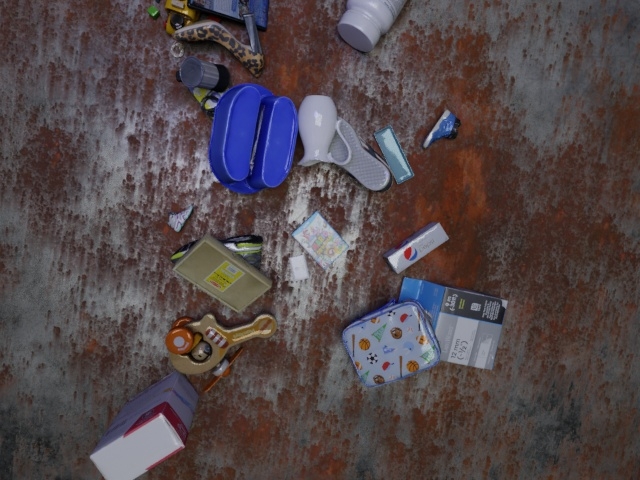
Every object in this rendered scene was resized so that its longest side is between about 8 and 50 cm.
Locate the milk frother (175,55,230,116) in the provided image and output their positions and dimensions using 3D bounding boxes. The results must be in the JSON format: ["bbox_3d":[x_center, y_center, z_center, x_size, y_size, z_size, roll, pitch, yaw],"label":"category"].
[{"bbox_3d":[-0.347,-0.455,1.278,0.129,0.134,0.143,-18,93,27],"label":"milk frother"}]

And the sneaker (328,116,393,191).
[{"bbox_3d":[0.112,-0.274,1.403,0.126,0.127,0.321,-43,72,15],"label":"sneaker"}]

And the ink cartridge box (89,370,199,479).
[{"bbox_3d":[-0.509,0.550,1.290,0.226,0.306,0.131,-32,98,-3],"label":"ink cartridge box"}]

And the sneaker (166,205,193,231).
[{"bbox_3d":[-0.461,-0.084,1.383,0.069,0.038,0.098,33,89,-9],"label":"sneaker"}]

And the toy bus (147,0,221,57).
[{"bbox_3d":[-0.423,-0.706,1.308,0.190,0.104,0.202,-30,97,-3],"label":"toy bus"}]

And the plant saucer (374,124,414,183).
[{"bbox_3d":[0.250,-0.292,1.462,0.067,0.018,0.192,-27,96,-4],"label":"plant saucer"}]

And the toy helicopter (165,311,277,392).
[{"bbox_3d":[-0.306,0.335,1.387,0.354,0.140,0.235,-18,98,-8],"label":"toy helicopter"}]

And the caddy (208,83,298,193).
[{"bbox_3d":[-0.211,-0.314,1.330,0.241,0.179,0.342,8,96,-30],"label":"caddy"}]

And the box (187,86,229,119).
[{"bbox_3d":[-0.327,-0.446,1.371,0.105,0.043,0.179,-39,99,-2],"label":"box"}]

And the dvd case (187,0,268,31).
[{"bbox_3d":[-0.276,-0.769,1.312,0.252,0.022,0.181,2,95,-32],"label":"dvd case"}]

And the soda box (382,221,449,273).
[{"bbox_3d":[0.323,0.023,1.465,0.216,0.074,0.069,-34,97,-3],"label":"soda box"}]

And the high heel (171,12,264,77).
[{"bbox_3d":[-0.309,-0.581,1.325,0.261,0.093,0.186,-12,126,-4],"label":"high heel"}]

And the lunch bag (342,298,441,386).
[{"bbox_3d":[0.236,0.328,1.410,0.303,0.115,0.243,-26,81,16],"label":"lunch bag"}]

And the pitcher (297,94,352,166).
[{"bbox_3d":[0.015,-0.335,1.325,0.177,0.125,0.207,4,97,13],"label":"pitcher"}]

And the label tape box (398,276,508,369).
[{"bbox_3d":[0.439,0.284,1.480,0.347,0.115,0.249,12,93,-9],"label":"label tape box"}]

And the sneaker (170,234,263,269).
[{"bbox_3d":[-0.330,0.060,1.378,0.299,0.111,0.122,-4,105,-1],"label":"sneaker"}]

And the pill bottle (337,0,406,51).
[{"bbox_3d":[0.181,-0.757,1.347,0.160,0.160,0.283,32,90,-8],"label":"pill bottle"}]

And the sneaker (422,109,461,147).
[{"bbox_3d":[0.419,-0.361,1.455,0.084,0.058,0.152,35,83,1],"label":"sneaker"}]

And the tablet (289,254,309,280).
[{"bbox_3d":[-0.072,0.094,1.458,0.054,0.006,0.083,-13,95,-5],"label":"tablet"}]

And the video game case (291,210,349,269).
[{"bbox_3d":[0.000,0.000,1.455,0.119,0.015,0.166,-43,97,-2],"label":"video game case"}]

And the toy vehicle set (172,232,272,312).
[{"bbox_3d":[-0.304,0.109,1.342,0.166,0.035,0.267,-37,119,23],"label":"toy vehicle set"}]
